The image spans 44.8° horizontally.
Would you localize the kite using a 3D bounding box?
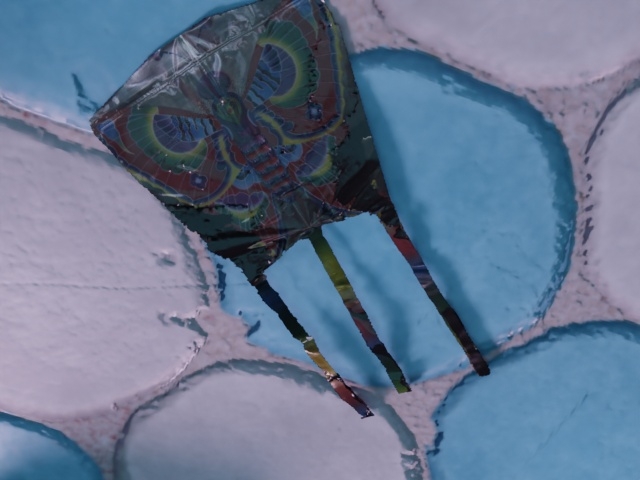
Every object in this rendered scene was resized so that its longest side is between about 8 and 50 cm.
[{"bbox_3d":[0.000,0.000,0.466,0.152,0.015,0.285,-28,113,16],"label":"kite"}]
